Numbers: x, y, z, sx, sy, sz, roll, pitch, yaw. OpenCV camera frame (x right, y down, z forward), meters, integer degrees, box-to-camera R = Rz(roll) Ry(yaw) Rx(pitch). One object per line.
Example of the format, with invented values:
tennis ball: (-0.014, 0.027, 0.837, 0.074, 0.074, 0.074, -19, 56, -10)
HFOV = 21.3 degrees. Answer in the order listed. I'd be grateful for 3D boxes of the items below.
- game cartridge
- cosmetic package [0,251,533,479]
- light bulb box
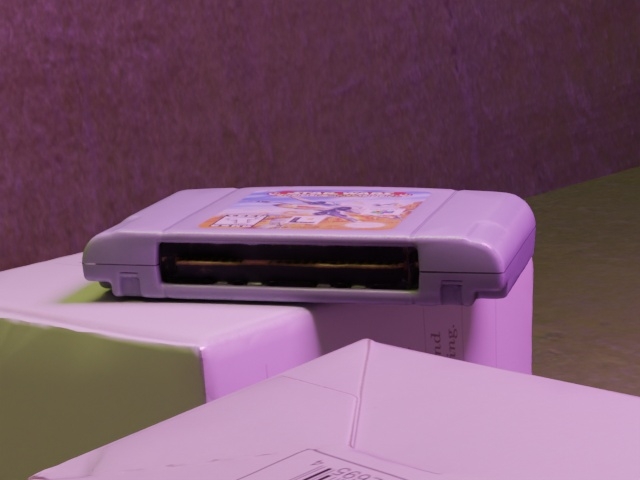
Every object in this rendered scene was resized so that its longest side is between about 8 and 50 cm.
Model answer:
game cartridge: (0.000, 0.000, 1.239, 0.297, 0.062, 0.198, 1, 16, 14)
cosmetic package: (-0.067, 0.177, 1.340, 0.327, 0.329, 0.394, 6, 14, 39)
light bulb box: (0.081, 0.264, 0.739, 0.225, 0.361, 0.358, -19, 17, -35)
